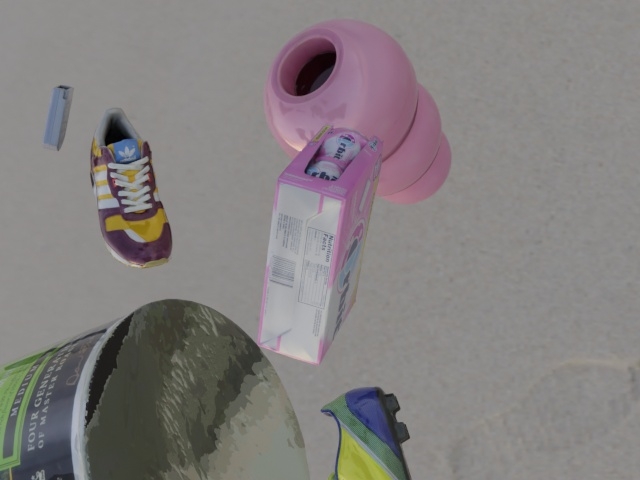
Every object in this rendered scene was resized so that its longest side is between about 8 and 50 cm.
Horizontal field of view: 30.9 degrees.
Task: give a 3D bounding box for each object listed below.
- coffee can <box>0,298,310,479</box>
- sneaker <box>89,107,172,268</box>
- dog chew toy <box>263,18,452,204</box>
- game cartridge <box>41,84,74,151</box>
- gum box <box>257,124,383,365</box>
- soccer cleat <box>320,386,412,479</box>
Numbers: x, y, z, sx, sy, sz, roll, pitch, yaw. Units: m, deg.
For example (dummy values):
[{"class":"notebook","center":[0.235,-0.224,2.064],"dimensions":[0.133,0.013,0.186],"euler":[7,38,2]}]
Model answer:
[{"class":"coffee can","center":[-0.174,0.172,0.758],"dimensions":[0.275,0.201,0.201],"euler":[-21,65,31]},{"class":"sneaker","center":[-0.196,-0.054,1.167],"dimensions":[0.084,0.070,0.185],"euler":[101,149,-43]},{"class":"dog chew toy","center":[0.070,-0.155,1.570],"dimensions":[0.207,0.332,0.206],"euler":[-16,58,29]},{"class":"game cartridge","center":[-0.226,-0.105,0.996],"dimensions":[0.083,0.017,0.056],"euler":[-132,50,-78]},{"class":"gum box","center":[0.000,0.000,1.012],"dimensions":[0.107,0.062,0.188],"euler":[-56,-20,-53]},{"class":"soccer cleat","center":[0.075,0.336,1.515],"dimensions":[0.093,0.121,0.289],"euler":[59,-164,-72]}]
